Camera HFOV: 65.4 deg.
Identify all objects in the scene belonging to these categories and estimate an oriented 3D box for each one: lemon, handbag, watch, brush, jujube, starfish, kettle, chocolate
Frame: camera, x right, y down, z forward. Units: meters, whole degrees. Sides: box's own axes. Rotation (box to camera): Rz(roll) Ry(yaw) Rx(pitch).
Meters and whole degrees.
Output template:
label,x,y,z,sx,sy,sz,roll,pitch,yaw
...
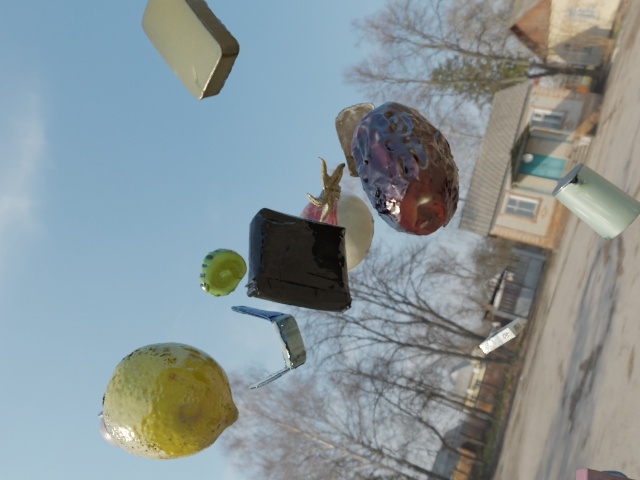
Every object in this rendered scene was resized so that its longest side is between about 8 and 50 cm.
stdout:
label,x,y,z,sx,sy,sz,roll,pitch,yaw
lemon,-0.337,0.363,1.133,0.258,0.311,0.257,12,-90,-81
handbag,-0.042,0.043,1.119,0.080,0.247,0.222,-52,33,45
watch,-0.145,0.324,1.415,0.068,0.275,0.276,-21,-77,-41
brush,-0.228,-0.357,0.874,0.059,0.197,0.123,-26,-14,-46
jujube,0.202,-0.180,1.204,0.376,0.259,0.258,-111,17,-53
starfish,0.028,-0.181,1.728,0.235,0.062,0.277,-50,-33,-41
kettle,0.577,-0.089,1.046,0.127,0.148,0.098,-40,-14,-45
chocolate,0.148,-0.357,1.795,0.080,0.157,0.253,-20,-86,-86

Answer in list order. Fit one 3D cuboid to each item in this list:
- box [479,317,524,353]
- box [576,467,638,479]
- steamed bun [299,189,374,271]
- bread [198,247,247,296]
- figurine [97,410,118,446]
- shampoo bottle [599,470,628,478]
label,x,y,z,sx,sy,sz,roll,pitch,yaw
box,0.371,0.195,1.020,0.054,0.024,0.083,-24,-19,-45
box,0.578,0.514,0.961,0.060,0.156,0.111,73,-152,-62
steamed bun,0.036,-0.045,2.126,0.242,0.375,0.374,21,-95,-36
bread,-0.278,0.090,1.402,0.130,0.071,0.139,20,-98,-29
figurine,-0.521,0.485,1.329,0.125,0.138,0.125,-42,8,7
shampoo bottle,0.644,0.583,1.132,0.258,0.104,0.061,54,-158,-47
